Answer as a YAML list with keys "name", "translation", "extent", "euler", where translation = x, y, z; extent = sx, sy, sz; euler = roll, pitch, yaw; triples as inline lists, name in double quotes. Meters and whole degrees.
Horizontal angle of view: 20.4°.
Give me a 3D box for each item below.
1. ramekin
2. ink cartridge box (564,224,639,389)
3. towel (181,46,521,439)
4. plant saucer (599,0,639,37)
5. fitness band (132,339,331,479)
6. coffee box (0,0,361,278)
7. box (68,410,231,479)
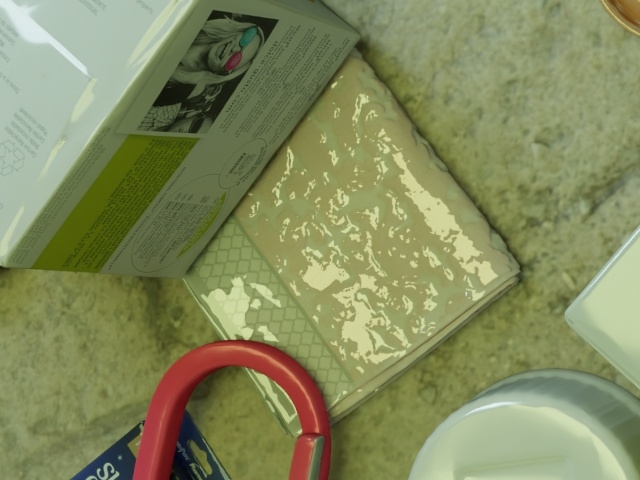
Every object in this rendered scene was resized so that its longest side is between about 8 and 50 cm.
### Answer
- name: "ramekin"
  translation: [0.216, 0.267, 1.746]
  extent: [0.277, 0.135, 0.277]
  euler: [0, 89, 23]
- name: "ink cartridge box"
  translation: [0.395, 0.004, 1.538]
  extent: [0.160, 0.384, 0.279]
  euler: [41, 105, 15]
- name: "towel"
  translation: [0.000, 0.000, 1.885]
  extent: [0.317, 0.053, 0.332]
  euler: [-40, 76, 18]
- name: "plant saucer"
  translation: [0.362, -0.287, 1.740]
  extent: [0.200, 0.037, 0.200]
  euler: [0, 91, 23]
- name: "fitness band"
  translation: [-0.097, 0.249, 1.882]
  extent: [0.209, 0.054, 0.291]
  euler: [17, 99, 25]
- name: "coffee box"
  translation: [-0.234, -0.194, 1.788]
  extent: [0.337, 0.334, 0.338]
  euler: [43, 106, 22]
- name: "box"
  translation: [-0.209, 0.297, 1.981]
  extent: [0.225, 0.036, 0.136]
  euler: [-39, 75, 17]
